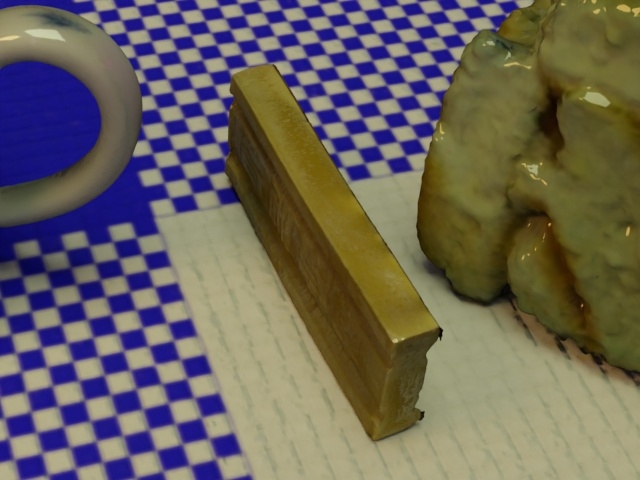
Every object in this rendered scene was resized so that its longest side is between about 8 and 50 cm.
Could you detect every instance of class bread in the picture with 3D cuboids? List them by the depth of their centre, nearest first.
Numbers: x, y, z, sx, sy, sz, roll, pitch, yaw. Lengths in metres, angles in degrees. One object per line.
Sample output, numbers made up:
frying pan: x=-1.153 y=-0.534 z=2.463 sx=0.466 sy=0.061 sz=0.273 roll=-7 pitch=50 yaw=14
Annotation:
bread: x=0.277 y=-0.056 z=0.883 sx=0.395 sy=0.264 sz=0.239 roll=29 pitch=44 yaw=23

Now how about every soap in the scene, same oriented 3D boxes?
soap: x=-0.001 y=0.000 z=0.913 sx=0.037 sy=0.092 sz=0.252 roll=-13 pitch=48 yaw=-21

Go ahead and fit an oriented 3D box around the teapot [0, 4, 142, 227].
teapot: x=-0.313 y=-0.093 z=0.843 sx=0.424 sy=0.280 sz=0.252 roll=7 pitch=46 yaw=-1
